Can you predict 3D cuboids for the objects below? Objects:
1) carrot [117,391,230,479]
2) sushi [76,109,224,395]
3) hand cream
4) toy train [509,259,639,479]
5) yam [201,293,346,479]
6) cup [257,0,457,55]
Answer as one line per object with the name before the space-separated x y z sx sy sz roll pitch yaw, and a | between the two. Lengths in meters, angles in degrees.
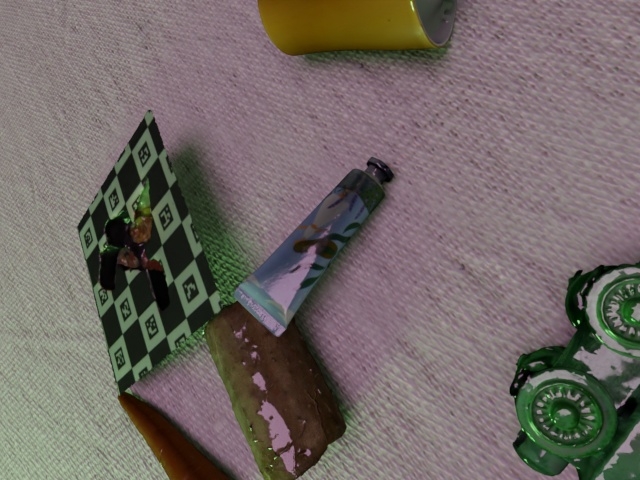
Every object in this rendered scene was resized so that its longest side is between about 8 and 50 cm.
carrot | -0.235 0.344 0.734 0.336 0.069 0.069 32 98 32
sushi | -0.287 0.030 0.766 0.343 0.064 0.358 -40 64 33
hand cream | 0.000 0.000 0.614 0.091 0.058 0.271 39 84 17
toy train | 0.311 0.140 0.437 0.202 0.145 0.265 34 100 22
yam | -0.062 0.198 0.623 0.238 0.128 0.129 59 139 24
cup | 0.061 -0.356 0.618 0.264 0.182 0.226 4 53 33
